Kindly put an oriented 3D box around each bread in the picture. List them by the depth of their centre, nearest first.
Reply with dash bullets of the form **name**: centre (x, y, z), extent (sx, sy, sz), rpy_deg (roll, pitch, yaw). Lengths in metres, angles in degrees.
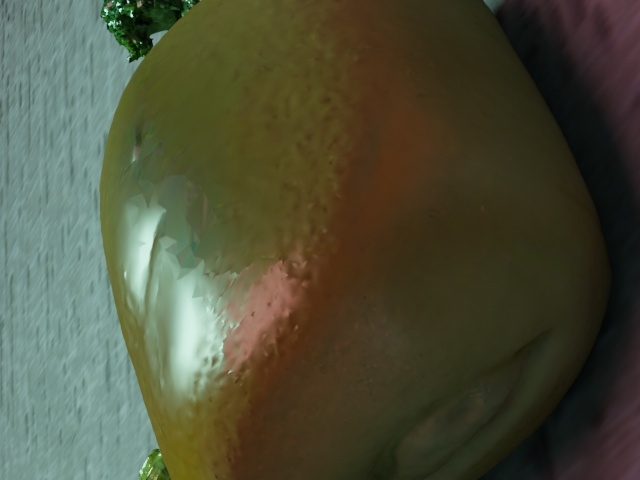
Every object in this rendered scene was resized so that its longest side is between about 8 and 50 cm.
- **bread**: centre (0.000, 0.000, 1.071), extent (0.348, 0.253, 0.376), rpy_deg (-46, 41, 26)

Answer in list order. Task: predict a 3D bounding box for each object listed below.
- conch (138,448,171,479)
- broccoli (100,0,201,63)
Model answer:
- **conch**: centre (-0.114, 0.214, 1.469), extent (0.121, 0.074, 0.089), rpy_deg (30, 134, 41)
- **broccoli**: centre (-0.068, -0.269, 1.409), extent (0.241, 0.261, 0.269), rpy_deg (67, -165, -54)
